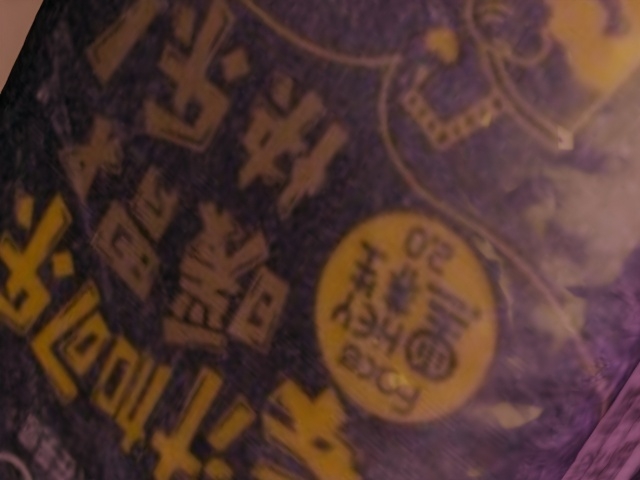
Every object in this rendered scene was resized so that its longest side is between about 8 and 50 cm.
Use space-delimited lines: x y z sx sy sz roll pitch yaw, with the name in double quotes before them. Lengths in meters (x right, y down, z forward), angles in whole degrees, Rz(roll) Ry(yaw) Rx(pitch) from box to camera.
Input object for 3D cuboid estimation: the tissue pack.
"tissue pack" 0.000 0.000 0.413 0.185 0.081 0.257 42 116 28
